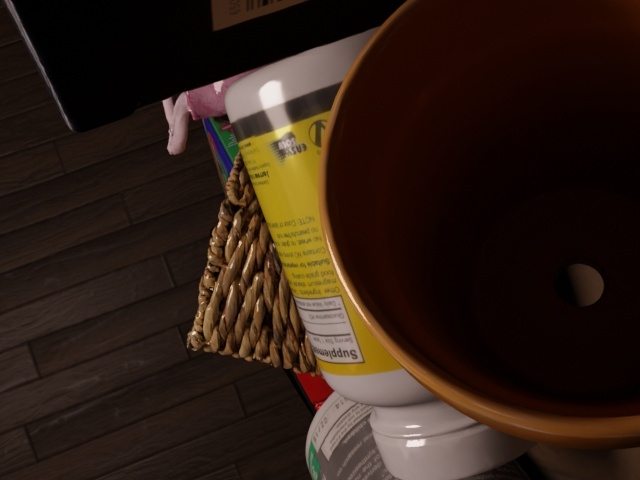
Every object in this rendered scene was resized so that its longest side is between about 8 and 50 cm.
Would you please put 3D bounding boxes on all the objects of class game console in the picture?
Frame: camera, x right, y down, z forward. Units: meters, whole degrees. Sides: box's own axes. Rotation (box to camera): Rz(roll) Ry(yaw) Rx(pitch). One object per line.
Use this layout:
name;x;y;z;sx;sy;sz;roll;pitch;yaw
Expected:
game console;-0.074;0.129;1.485;0.342;0.060;0.386;62;172;-8

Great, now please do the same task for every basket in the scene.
basket;0.000;0.000;0.980;0.299;0.223;0.213;-83;8;-72

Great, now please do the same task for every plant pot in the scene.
plant pot;0.120;0.000;0.413;0.205;0.205;0.188;65;-175;24

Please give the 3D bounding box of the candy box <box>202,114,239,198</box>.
candy box;-0.103;-0.088;1.638;0.317;0.122;0.268;-124;16;-48

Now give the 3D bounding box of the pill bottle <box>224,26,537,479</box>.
pill bottle;0.065;0.008;0.702;0.188;0.188;0.334;-160;49;-78

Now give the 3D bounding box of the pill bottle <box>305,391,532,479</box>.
pill bottle;0.130;0.298;0.898;0.361;0.204;0.204;-126;18;-59

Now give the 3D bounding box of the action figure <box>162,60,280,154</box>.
action figure;-0.125;-0.317;0.901;0.370;0.276;0.248;59;-174;-44

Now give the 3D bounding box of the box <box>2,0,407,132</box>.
box;-0.060;-0.302;0.423;0.212;0.294;0.395;105;144;-74
